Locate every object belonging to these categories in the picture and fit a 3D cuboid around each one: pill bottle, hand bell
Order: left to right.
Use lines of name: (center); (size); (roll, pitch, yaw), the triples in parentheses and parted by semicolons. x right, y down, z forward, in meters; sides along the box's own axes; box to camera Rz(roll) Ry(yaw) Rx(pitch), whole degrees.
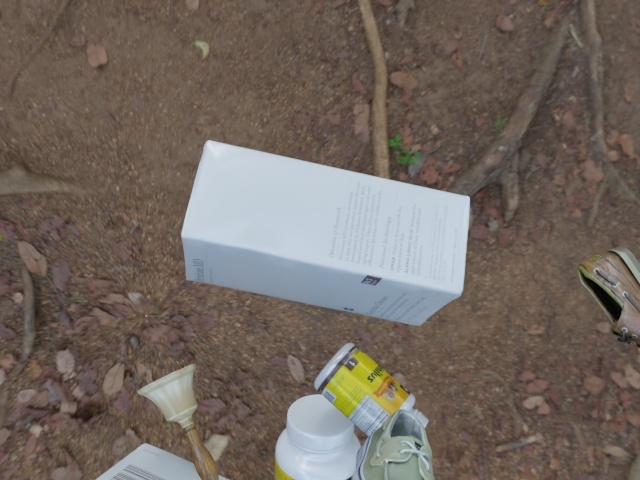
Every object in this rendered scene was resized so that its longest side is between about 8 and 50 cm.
hand bell: (-0.257, 0.382, 1.278); (0.126, 0.126, 0.242); (-25, 82, -17)
pill bottle: (-0.008, 0.514, 1.394); (0.188, 0.188, 0.334); (-4, 114, -16)
pill bottle: (0.100, 0.308, 1.243); (0.215, 0.117, 0.117); (40, 75, 11)

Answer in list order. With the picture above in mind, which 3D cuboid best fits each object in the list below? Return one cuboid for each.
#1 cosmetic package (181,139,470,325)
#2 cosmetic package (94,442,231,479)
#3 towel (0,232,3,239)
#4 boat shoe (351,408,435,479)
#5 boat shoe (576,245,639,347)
cosmetic package: (0.000, 0.000, 0.946); (0.385, 0.217, 0.156); (10, 69, -4)
cosmetic package: (-0.339, 0.694, 1.273); (0.327, 0.329, 0.394); (17, 103, 15)
towel: (-0.478, -0.077, 0.837); (0.102, 0.237, 0.021); (38, 61, 4)
boat shoe: (0.098, 0.298, 0.834); (0.109, 0.302, 0.094); (29, 93, -2)
boat shoe: (0.603, 0.159, 1.222); (0.104, 0.111, 0.307); (-19, 56, -7)
